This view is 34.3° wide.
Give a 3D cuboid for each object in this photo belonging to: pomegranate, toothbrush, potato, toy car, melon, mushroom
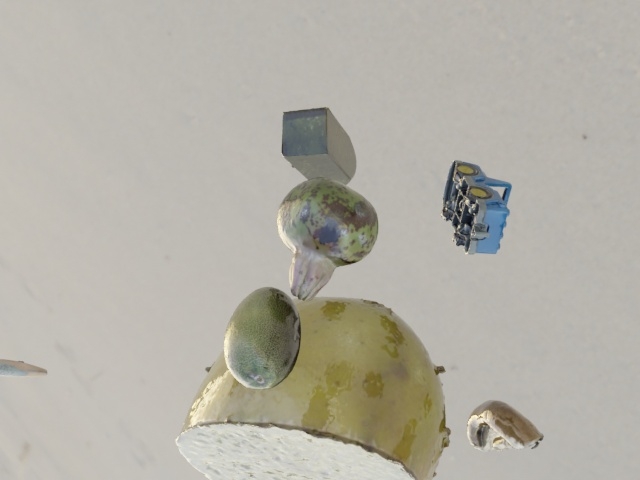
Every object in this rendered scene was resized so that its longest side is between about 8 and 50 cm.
[{"bbox_3d":[0.008,-0.002,1.371,0.138,0.125,0.163,7,96,41],"label":"pomegranate"},{"bbox_3d":[-0.612,0.195,1.652,0.028,0.375,0.037,-58,43,24],"label":"toothbrush"},{"bbox_3d":[0.016,0.256,1.703,0.442,0.319,0.385,-10,141,42],"label":"potato"},{"bbox_3d":[0.266,-0.053,1.709,0.191,0.100,0.097,-106,24,-58],"label":"toy car"},{"bbox_3d":[-0.073,0.122,1.331,0.162,0.099,0.099,-83,-23,-54],"label":"melon"},{"bbox_3d":[0.324,0.332,1.860,0.094,0.072,0.210,48,160,1],"label":"mushroom"}]

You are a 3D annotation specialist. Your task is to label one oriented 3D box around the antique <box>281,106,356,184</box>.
[{"bbox_3d":[0.005,-0.153,1.777,0.221,0.080,0.081,36,-126,-69],"label":"antique"}]
